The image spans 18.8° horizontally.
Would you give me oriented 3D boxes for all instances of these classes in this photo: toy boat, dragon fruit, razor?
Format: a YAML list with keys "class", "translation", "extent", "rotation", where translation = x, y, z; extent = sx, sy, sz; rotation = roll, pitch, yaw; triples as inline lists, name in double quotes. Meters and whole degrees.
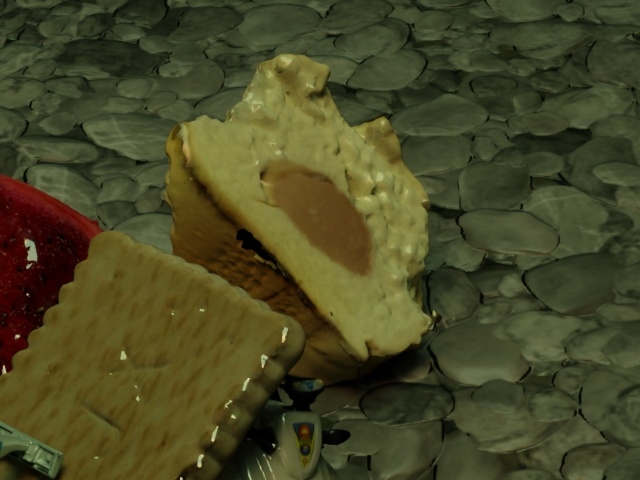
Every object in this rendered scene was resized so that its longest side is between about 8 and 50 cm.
- class: "toy boat"
  translation: [-0.060, 0.128, 1.406]
  extent: [0.141, 0.140, 0.269]
  rotation: [-22, 42, -23]
- class: "dragon fruit"
  translation: [-0.220, 0.073, 1.530]
  extent: [0.212, 0.134, 0.262]
  rotation: [-7, 65, -36]
- class: "razor"
  translation: [-0.261, 0.172, 1.272]
  extent: [0.068, 0.037, 0.191]
  rotation: [20, 37, 37]

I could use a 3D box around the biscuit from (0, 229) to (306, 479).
- class: "biscuit"
  translation: [-0.163, 0.156, 1.338]
  extent: [0.217, 0.044, 0.325]
  rotation: [24, 77, 39]

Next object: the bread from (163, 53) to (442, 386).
- class: "bread"
  translation: [0.005, -0.006, 1.545]
  extent: [0.211, 0.224, 0.183]
  rotation: [24, 49, 22]
